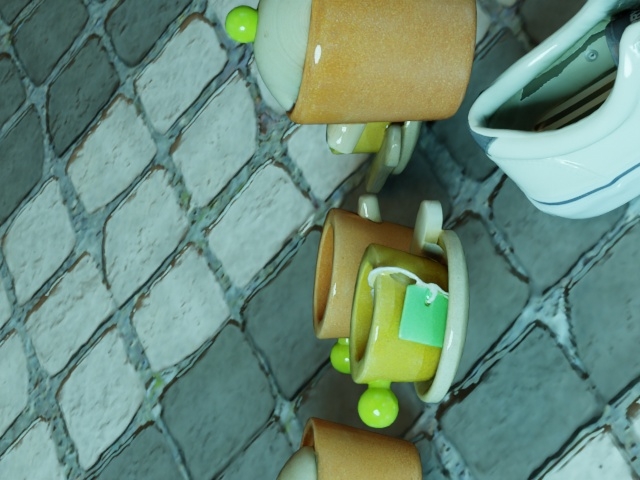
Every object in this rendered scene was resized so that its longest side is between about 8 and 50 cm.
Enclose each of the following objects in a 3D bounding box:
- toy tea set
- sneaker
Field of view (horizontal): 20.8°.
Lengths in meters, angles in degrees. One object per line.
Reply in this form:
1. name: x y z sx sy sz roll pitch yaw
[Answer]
1. toy tea set: 0.000 0.000 0.909 0.200 0.124 0.336 115 159 -66
2. sneaker: 0.184 -0.098 0.845 0.258 0.091 0.094 -38 47 27
